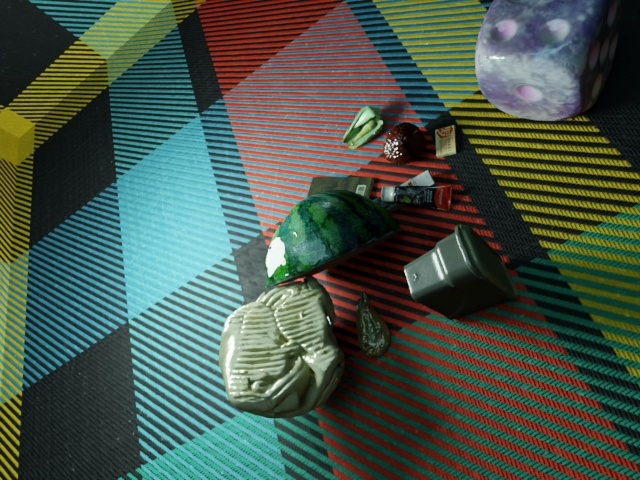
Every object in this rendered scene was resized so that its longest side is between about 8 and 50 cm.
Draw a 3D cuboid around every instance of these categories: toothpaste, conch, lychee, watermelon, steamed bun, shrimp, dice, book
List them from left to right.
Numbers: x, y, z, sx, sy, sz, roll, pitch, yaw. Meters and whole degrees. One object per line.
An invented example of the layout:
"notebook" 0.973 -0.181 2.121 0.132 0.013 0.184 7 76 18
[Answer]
"steamed bun" -0.079 0.302 1.298 0.347 0.237 0.394 23 62 26
"watermelon" 0.004 -0.033 1.358 0.319 0.292 0.222 -30 76 36
"book" 0.051 -0.131 1.549 0.228 0.024 0.160 6 71 35
"conch" 0.141 -0.356 1.569 0.170 0.079 0.105 -50 44 23
"shrimp" 0.135 0.227 1.322 0.091 0.043 0.184 -22 64 14
"lychee" 0.244 -0.284 1.437 0.129 0.123 0.123 -20 59 34
"toothpaste" 0.268 -0.126 1.353 0.194 0.045 0.071 7 106 14
"dice" 0.568 -0.483 1.219 0.270 0.270 0.271 20 80 37

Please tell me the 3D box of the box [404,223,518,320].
"box" 0.322 0.089 1.122 0.178 0.274 0.138 -30 54 26

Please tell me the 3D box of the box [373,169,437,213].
"box" 0.233 -0.127 1.418 0.218 0.039 0.055 -29 58 19

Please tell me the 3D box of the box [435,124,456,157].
"box" 0.368 -0.290 1.422 0.058 0.015 0.093 -10 64 31
